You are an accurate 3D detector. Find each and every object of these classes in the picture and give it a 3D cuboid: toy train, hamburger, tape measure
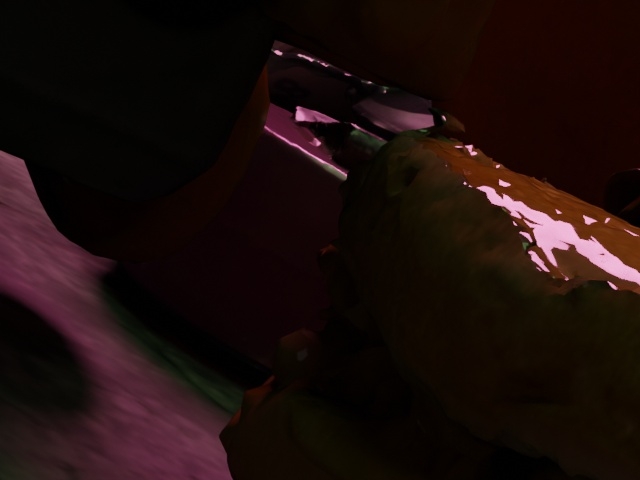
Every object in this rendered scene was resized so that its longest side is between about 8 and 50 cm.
[{"bbox_3d":[-0.087,-0.134,0.451,0.163,0.232,0.369,25,2,-40],"label":"toy train"},{"bbox_3d":[0.092,0.059,0.389,0.213,0.108,0.214,30,6,-4],"label":"hamburger"},{"bbox_3d":[0.000,0.000,0.551,0.118,0.074,0.125,26,6,-22],"label":"tape measure"}]

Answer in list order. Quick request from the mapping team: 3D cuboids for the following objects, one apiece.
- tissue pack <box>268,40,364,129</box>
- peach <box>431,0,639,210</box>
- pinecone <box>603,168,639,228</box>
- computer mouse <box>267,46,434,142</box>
[{"bbox_3d":[0.126,-0.136,1.341,0.343,0.125,0.242,24,-32,-37],"label":"tissue pack"},{"bbox_3d":[0.231,-0.099,1.015,0.342,0.302,0.343,9,49,-11],"label":"peach"},{"bbox_3d":[0.165,0.040,0.672,0.173,0.174,0.173,29,8,-4],"label":"pinecone"},{"bbox_3d":[0.113,-0.042,1.227,0.379,0.090,0.167,21,14,-13],"label":"computer mouse"}]
